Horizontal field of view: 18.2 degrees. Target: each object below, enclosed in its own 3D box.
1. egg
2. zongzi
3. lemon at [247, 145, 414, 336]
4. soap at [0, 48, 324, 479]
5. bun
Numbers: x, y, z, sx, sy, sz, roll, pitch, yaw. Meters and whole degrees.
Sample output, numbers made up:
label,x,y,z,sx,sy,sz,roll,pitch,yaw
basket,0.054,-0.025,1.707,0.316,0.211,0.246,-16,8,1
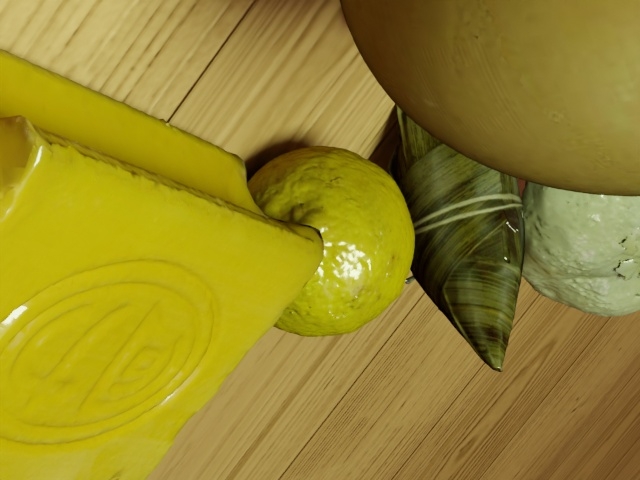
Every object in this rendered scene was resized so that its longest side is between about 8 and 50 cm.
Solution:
label,x,y,z,sx,sy,sz,roll,pitch,yaw
egg,0.175,-0.182,0.887,0.374,0.301,0.301,-33,155,-18
zongzi,0.092,0.025,1.267,0.084,0.184,0.187,-10,158,0
lemon,0.000,0.000,1.133,0.109,0.109,0.133,-52,176,11
soap,-0.137,0.030,0.943,0.204,0.096,0.324,-51,159,9
bun,0.219,-0.066,1.338,0.239,0.141,0.239,21,90,-84
